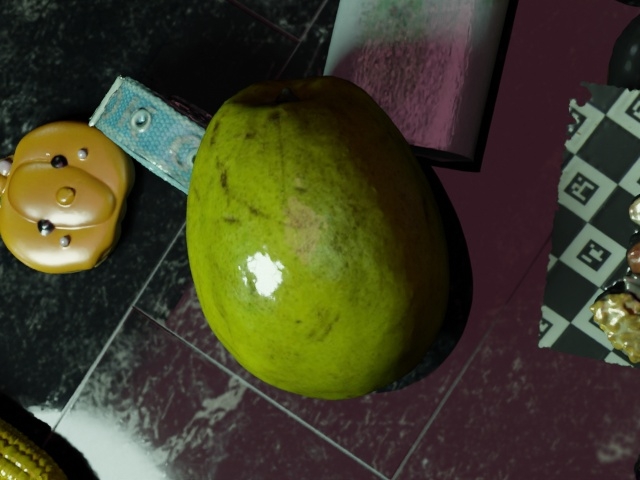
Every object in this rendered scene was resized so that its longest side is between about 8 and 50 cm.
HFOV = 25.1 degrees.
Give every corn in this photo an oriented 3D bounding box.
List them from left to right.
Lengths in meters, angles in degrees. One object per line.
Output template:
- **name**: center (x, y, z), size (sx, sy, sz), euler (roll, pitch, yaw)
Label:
- **corn**: center (-0.396, 0.205, 1.523), size (0.313, 0.102, 0.102), euler (26, 91, 8)

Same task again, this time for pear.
- **pear**: center (0.000, 0.000, 1.371), size (0.253, 0.253, 0.307), euler (-6, 108, 10)

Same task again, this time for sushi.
- **sushi**: center (0.342, 0.009, 1.354), size (0.264, 0.050, 0.290), euler (12, 114, 12)

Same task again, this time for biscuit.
- **biscuit**: center (-0.286, -0.050, 1.542), size (0.170, 0.050, 0.170), euler (-1, 85, 11)

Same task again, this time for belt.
- **belt**: center (-0.146, -0.102, 1.476), size (0.163, 0.147, 0.082), euler (33, 89, -17)

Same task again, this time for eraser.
- **eraser**: center (0.095, -0.204, 1.466), size (0.174, 0.081, 0.227), euler (12, 89, 12)

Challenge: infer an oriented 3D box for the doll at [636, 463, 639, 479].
- **doll**: center (0.352, 0.296, 1.382), size (0.127, 0.088, 0.249), euler (1, 76, 31)

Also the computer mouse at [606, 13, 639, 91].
- **computer mouse**: center (0.418, -0.106, 1.381), size (0.323, 0.116, 0.183), euler (39, 99, 11)
